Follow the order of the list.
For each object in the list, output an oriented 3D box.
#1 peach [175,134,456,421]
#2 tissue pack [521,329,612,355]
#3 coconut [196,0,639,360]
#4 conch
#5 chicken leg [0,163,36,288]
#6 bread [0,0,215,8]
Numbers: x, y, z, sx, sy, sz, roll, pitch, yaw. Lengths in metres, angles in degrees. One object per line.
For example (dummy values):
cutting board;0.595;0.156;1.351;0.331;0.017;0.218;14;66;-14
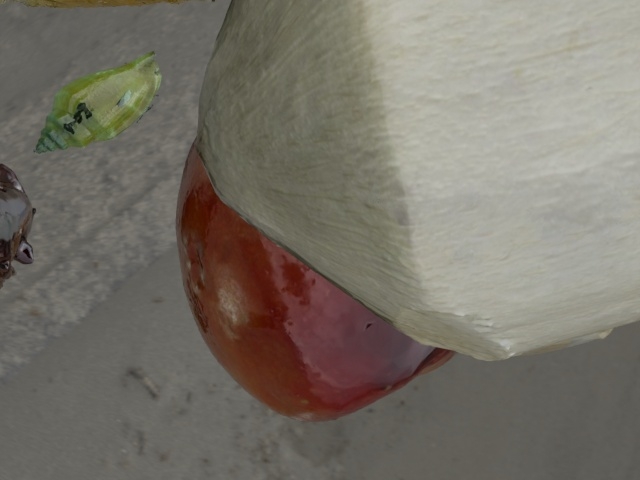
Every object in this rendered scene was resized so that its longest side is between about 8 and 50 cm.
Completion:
peach;0.000;0.000;0.829;0.199;0.243;0.244;-16;96;-20
tissue pack;0.155;-0.013;0.864;0.090;0.222;0.186;-3;83;5
coconut;0.076;-0.072;0.505;0.265;0.237;0.238;-14;96;1
conch;-0.301;-0.178;1.635;0.200;0.079;0.095;-23;132;-14
chicken leg;-0.294;-0.024;0.872;0.095;0.407;0.158;-20;77;8
bread;-0.106;-0.212;0.700;0.174;0.245;0.121;-65;152;-42
